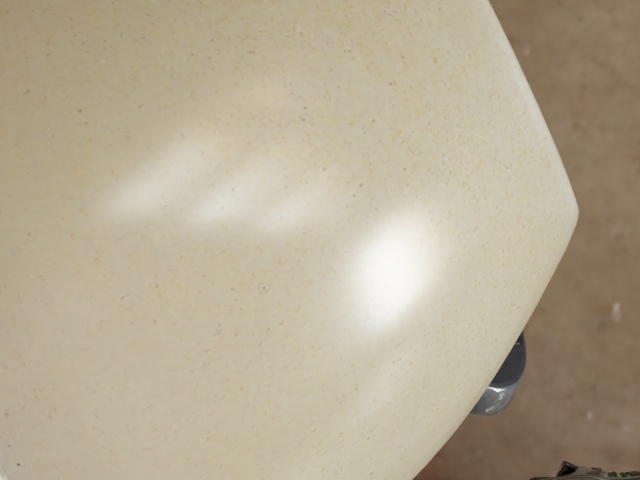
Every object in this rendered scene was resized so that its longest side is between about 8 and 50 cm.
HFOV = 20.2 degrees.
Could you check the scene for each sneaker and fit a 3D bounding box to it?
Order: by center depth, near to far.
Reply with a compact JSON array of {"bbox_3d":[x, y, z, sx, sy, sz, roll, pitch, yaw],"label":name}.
[{"bbox_3d":[0.255,0.227,1.631,0.078,0.188,0.067,38,115,39],"label":"sneaker"}]

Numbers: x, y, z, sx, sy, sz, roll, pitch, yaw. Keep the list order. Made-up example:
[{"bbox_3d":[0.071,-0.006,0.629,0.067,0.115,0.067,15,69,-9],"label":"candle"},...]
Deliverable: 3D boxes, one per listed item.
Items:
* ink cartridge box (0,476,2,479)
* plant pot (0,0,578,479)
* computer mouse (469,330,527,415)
[{"bbox_3d":[-0.327,0.185,1.250,0.091,0.385,0.308,28,163,26],"label":"ink cartridge box"},{"bbox_3d":[-0.021,-0.025,0.639,0.191,0.284,0.284,-25,131,4],"label":"plant pot"},{"bbox_3d":[0.045,-0.022,0.916,0.071,0.242,0.041,-1,156,-36],"label":"computer mouse"}]
